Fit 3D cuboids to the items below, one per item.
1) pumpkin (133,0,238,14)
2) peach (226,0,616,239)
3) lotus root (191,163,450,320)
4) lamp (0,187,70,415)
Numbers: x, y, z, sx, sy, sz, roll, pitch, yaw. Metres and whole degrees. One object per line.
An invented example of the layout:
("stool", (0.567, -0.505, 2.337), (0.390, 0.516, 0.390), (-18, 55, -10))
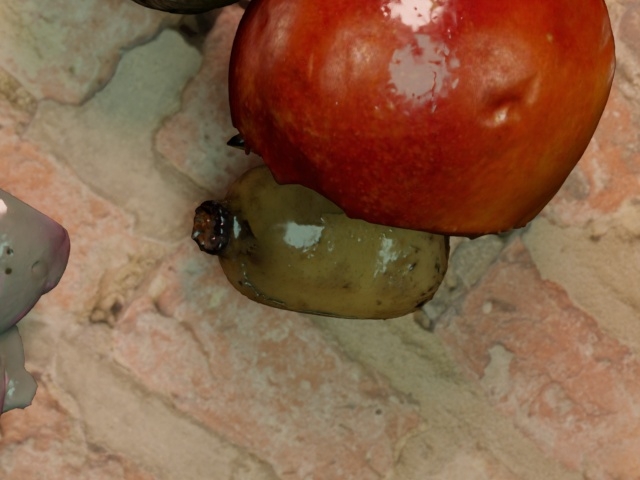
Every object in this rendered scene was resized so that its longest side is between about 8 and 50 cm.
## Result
("pumpkin", (-0.162, -0.317, 1.755), (0.242, 0.325, 0.232), (-41, 150, -26))
("peach", (0.109, -0.184, 1.824), (0.406, 0.335, 0.310), (2, 115, -35))
("lotus root", (0.000, 0.000, 1.937), (0.284, 0.146, 0.160), (7, 86, -24))
("lamp", (-0.370, 0.088, 1.778), (0.247, 0.247, 0.301), (33, 81, -24))
